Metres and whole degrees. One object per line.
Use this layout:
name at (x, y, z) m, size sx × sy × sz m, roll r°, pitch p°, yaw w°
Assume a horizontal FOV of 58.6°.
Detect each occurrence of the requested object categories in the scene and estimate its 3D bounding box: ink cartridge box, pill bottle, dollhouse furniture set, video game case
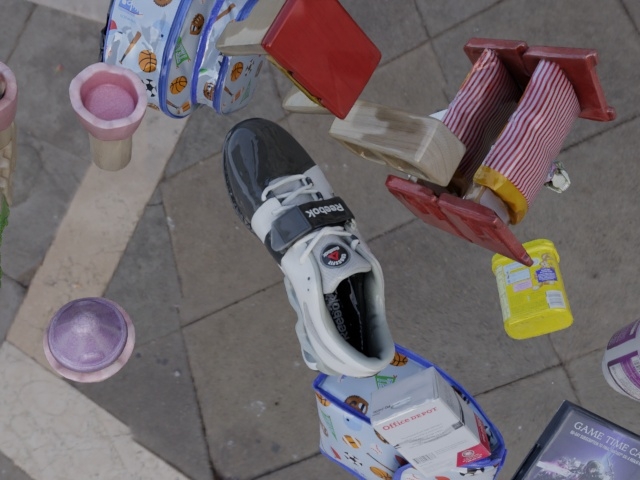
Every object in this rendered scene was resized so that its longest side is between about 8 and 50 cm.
ink cartridge box at (0.155, 0.261, 0.816) m, size 0.109 × 0.150 × 0.063 m, roll -30°, pitch 28°, yaw 22°
pill bottle at (0.683, 0.239, 1.153) m, size 0.169 × 0.301 × 0.169 m, roll -3°, pitch 69°, yaw 7°
dollhouse furniture set at (0.119, -0.145, 0.528) m, size 0.152 × 0.374 × 0.201 m, roll 27°, pitch 87°, yaw 43°
video game case at (0.358, 0.383, 0.831) m, size 0.196 × 0.026 × 0.274 m, roll 27°, pitch 98°, yaw -16°

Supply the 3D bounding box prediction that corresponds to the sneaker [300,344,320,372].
sneaker at (-0.010, 0.064, 0.986) m, size 0.123 × 0.178 × 0.296 m, roll -20°, pitch 36°, yaw 21°

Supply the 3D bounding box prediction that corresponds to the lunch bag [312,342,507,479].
lunch bag at (0.186, 0.422, 1.225) m, size 0.385 × 0.328 × 0.239 m, roll 26°, pitch 55°, yaw 23°

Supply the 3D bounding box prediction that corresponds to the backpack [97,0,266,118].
backpack at (-0.190, -0.297, 0.828) m, size 0.213 × 0.263 × 0.277 m, roll 23°, pitch 119°, yaw 11°

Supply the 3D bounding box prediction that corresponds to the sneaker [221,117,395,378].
sneaker at (0.000, 0.000, 0.643) m, size 0.122 × 0.146 × 0.331 m, roll -28°, pitch 93°, yaw -20°

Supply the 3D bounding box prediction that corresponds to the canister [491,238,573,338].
canister at (0.400, 0.093, 1.084) m, size 0.126 × 0.073 × 0.170 m, roll -22°, pitch 40°, yaw 27°

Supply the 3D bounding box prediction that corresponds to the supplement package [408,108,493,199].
supplement package at (0.296, -0.157, 1.192) m, size 0.194 × 0.149 × 0.203 m, roll -15°, pitch 73°, yaw 28°

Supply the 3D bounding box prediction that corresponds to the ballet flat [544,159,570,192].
ballet flat at (0.563, -0.154, 1.386) m, size 0.079 × 0.221 × 0.077 m, roll 45°, pitch 114°, yaw 25°

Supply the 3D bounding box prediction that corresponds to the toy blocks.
toy blocks at (-0.291, -0.033, 0.418) m, size 0.308 × 0.260 × 0.289 m, roll 3°, pitch 71°, yaw -18°
